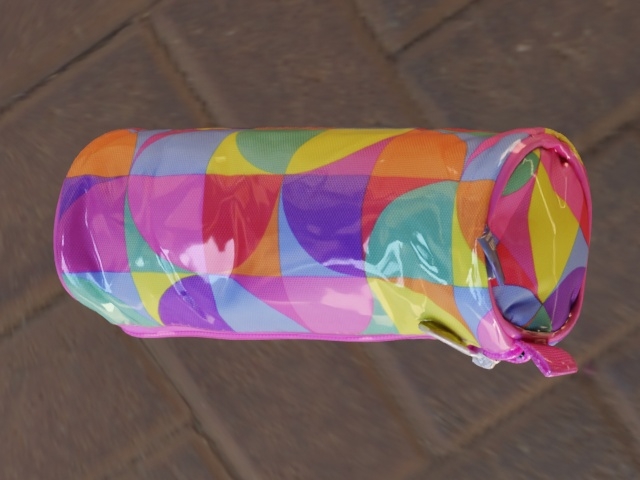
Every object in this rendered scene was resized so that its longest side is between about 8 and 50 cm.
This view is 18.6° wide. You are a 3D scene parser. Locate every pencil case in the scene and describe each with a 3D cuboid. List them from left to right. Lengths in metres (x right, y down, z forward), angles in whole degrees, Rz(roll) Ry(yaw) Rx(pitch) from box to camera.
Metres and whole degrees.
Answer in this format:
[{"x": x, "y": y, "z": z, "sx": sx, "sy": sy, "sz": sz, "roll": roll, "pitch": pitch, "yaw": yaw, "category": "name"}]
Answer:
[{"x": 0.000, "y": 0.000, "z": 0.836, "sx": 0.236, "sy": 0.104, "sz": 0.104, "roll": 3, "pitch": 95, "yaw": 33, "category": "pencil case"}]
